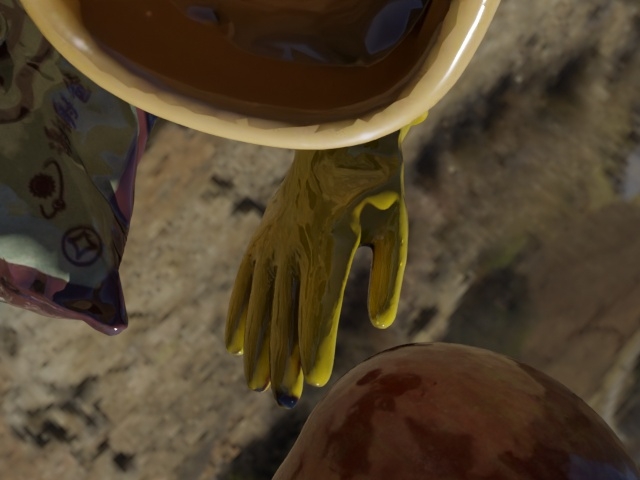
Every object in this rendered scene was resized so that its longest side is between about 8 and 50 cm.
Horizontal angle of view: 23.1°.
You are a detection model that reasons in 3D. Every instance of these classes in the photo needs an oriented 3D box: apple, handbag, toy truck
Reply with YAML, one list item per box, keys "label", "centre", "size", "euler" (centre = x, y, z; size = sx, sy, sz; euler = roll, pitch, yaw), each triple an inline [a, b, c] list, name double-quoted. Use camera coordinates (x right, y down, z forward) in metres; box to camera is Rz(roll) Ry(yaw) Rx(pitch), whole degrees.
- label: "apple"
  centre: [0.064, 0.146, 0.774]
  size: [0.188, 0.174, 0.188]
  euler: [-42, 156, -24]
- label: "handbag"
  centre: [-0.182, -0.063, 0.731]
  size: [0.127, 0.235, 0.213]
  euler: [106, -3, -51]
- label: "toy truck"
  centre: [0.000, -0.199, 0.538]
  size: [0.211, 0.204, 0.288]
  euler: [-64, 166, -47]

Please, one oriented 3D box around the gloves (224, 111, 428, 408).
- label: "gloves"
  centre: [-0.001, 0.000, 1.337]
  size: [0.116, 0.133, 0.294]
  euler: [24, 74, -29]
